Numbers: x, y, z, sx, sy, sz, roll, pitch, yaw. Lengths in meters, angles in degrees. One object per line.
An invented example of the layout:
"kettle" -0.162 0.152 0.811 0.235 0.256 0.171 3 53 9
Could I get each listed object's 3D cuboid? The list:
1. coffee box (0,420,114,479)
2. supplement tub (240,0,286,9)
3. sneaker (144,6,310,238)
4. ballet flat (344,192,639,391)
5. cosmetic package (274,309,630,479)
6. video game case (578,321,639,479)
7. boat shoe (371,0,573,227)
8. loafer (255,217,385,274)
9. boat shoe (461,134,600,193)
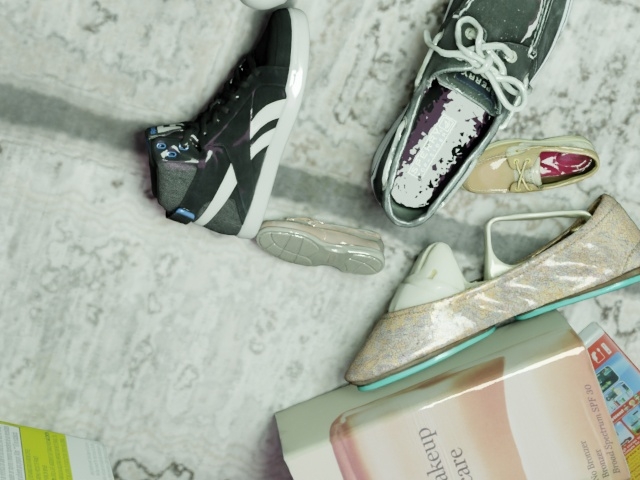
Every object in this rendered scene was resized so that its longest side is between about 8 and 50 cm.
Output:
"coffee box" -0.370 0.355 1.499 0.334 0.338 0.337 14 104 -17
"supplement tub" 0.018 -0.355 1.390 0.316 0.228 0.228 -33 113 0
"sneaker" -0.090 -0.108 1.535 0.121 0.079 0.217 10 108 -17
"ballet flat" 0.154 0.039 1.643 0.316 0.107 0.106 -22 93 -10
"cosmetic package" 0.121 0.194 1.644 0.296 0.129 0.153 -22 104 1
"video game case" 0.287 0.244 1.774 0.204 0.025 0.285 -41 113 4
"boat shoe" 0.136 -0.150 1.549 0.113 0.105 0.306 33 102 -7
"loafer" 0.000 0.000 1.621 0.125 0.039 0.045 14 139 -14
"boat shoe" 0.196 -0.069 1.630 0.135 0.045 0.050 -14 112 -7
